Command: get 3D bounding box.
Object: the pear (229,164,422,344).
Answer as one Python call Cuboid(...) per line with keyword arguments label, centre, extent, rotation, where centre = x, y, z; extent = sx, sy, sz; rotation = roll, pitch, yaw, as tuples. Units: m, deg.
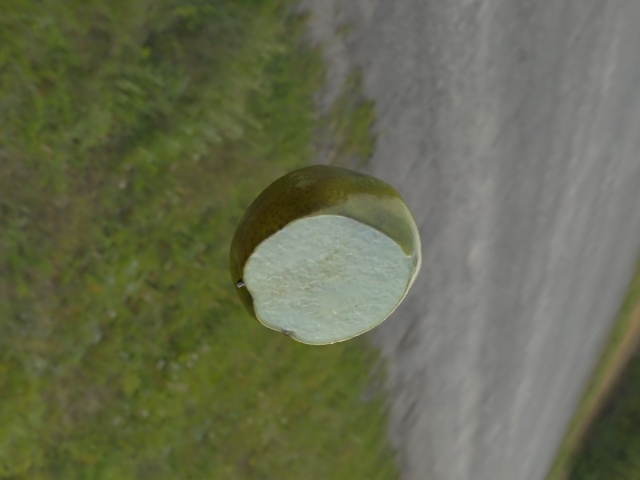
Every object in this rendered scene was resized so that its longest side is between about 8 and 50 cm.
Cuboid(label="pear", centre=(0.000, 0.000, 1.120), extent=(0.104, 0.141, 0.141), rotation=(-107, -148, -50))
